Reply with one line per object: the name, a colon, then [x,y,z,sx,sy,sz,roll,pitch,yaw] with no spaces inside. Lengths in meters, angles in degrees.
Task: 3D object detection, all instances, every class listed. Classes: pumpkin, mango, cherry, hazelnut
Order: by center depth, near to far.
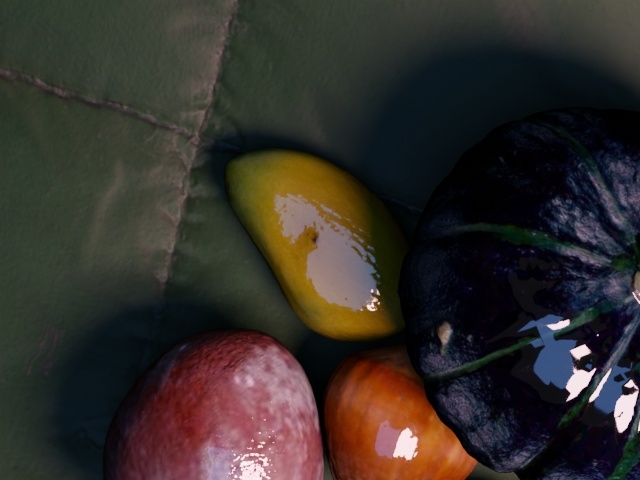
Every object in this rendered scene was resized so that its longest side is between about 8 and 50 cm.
pumpkin: [0.251,0.054,1.382,0.363,0.266,0.363,3,76,-10]
hazelnut: [0.084,0.189,1.504,0.182,0.182,0.182,1,100,8]
cherry: [-0.106,0.226,1.508,0.236,0.213,0.285,29,118,19]
mango: [0.007,-0.002,1.522,0.137,0.091,0.237,-31,95,6]
